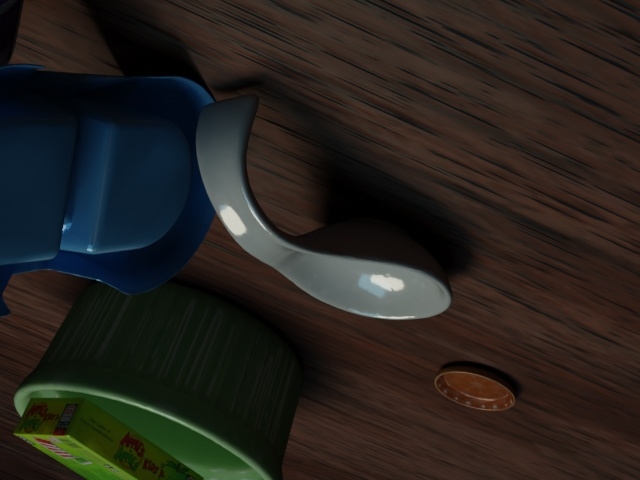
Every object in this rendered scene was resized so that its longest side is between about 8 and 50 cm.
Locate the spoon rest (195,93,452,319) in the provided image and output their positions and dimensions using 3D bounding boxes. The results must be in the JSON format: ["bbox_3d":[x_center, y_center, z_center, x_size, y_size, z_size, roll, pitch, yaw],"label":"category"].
[{"bbox_3d":[0.000,0.000,0.854,0.137,0.084,0.276,-8,143,40],"label":"spoon rest"}]

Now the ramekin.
[{"bbox_3d":[-0.166,0.168,1.187,0.303,0.148,0.303,15,151,9],"label":"ramekin"}]

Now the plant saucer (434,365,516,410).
[{"bbox_3d":[0.158,0.149,1.091,0.083,0.013,0.083,15,151,8],"label":"plant saucer"}]

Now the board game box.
[{"bbox_3d":[-0.216,0.224,1.111,0.092,0.043,0.181,-7,141,41],"label":"board game box"}]

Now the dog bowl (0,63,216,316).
[{"bbox_3d":[-0.185,-0.044,0.749,0.074,0.166,0.297,19,-165,31],"label":"dog bowl"}]

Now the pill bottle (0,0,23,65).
[{"bbox_3d":[-0.256,-0.160,0.721,0.108,0.108,0.193,26,150,-10],"label":"pill bottle"}]
